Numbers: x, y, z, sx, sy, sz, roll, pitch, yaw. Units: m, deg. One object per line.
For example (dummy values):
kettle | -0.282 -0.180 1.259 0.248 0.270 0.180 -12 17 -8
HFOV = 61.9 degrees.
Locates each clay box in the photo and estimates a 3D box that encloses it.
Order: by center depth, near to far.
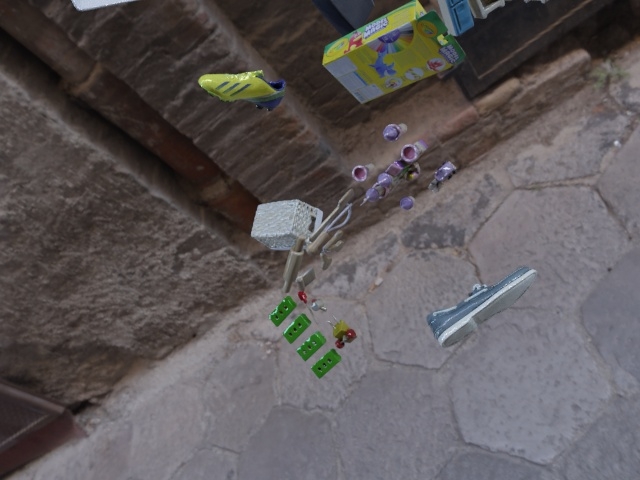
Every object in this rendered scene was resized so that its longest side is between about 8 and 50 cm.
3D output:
clay box | 0.130 -0.332 0.944 0.222 0.127 0.053 -14 58 36

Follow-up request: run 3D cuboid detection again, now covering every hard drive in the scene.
hard drive | 0.057 -0.741 1.600 0.054 0.255 0.171 3 61 49

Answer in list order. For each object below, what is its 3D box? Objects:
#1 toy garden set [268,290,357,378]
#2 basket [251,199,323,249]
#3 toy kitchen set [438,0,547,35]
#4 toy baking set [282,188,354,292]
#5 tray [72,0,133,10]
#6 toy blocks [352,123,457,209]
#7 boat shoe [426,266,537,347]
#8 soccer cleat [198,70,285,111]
toy garden set | -0.015 0.254 1.571 0.244 0.049 0.203 49 126 12
basket | -0.094 -0.044 1.460 0.167 0.103 0.113 -3 67 38
toy kitchen set | 0.410 -0.583 1.249 0.207 0.122 0.166 -35 34 -6
toy baking set | -0.005 0.004 1.159 0.030 0.256 0.197 35 46 21
tray | -0.314 -0.474 0.900 0.270 0.145 0.030 -29 8 -32
toy blocks | 0.298 -0.253 2.049 0.288 0.309 0.260 -51 -9 32
boat shoe | 0.425 0.155 1.421 0.320 0.116 0.099 -36 52 0
soccer cleat | -0.236 -0.482 1.645 0.121 0.289 0.093 -58 48 31
